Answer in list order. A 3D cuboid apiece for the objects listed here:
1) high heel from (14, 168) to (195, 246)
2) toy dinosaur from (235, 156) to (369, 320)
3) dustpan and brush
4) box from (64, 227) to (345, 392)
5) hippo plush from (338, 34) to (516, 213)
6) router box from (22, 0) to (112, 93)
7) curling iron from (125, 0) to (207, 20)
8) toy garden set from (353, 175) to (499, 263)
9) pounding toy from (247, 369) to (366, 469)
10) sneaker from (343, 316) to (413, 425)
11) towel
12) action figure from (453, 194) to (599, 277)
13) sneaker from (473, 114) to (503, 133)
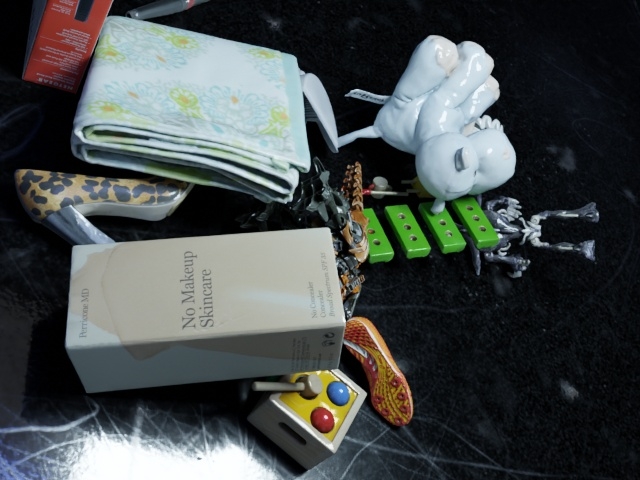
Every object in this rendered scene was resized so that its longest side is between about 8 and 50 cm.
[{"bbox_3d":[-0.281,-0.095,1.040,0.186,0.093,0.261,40,51,-8],"label":"high heel"},{"bbox_3d":[0.000,0.000,1.161,0.218,0.164,0.322,48,24,-30],"label":"toy dinosaur"},{"bbox_3d":[-0.022,-0.263,1.365,0.211,0.060,0.147,-90,155,-45],"label":"dustpan and brush"},{"bbox_3d":[-0.135,0.083,0.905,0.310,0.121,0.148,-5,56,-8],"label":"box"},{"bbox_3d":[0.217,-0.196,1.288,0.294,0.234,0.237,-7,47,-20],"label":"hippo plush"},{"bbox_3d":[-0.351,-0.442,1.105,0.082,0.301,0.336,12,51,-28],"label":"router box"},{"bbox_3d":[-0.261,-0.438,1.356,0.068,0.035,0.274,39,43,1],"label":"curling iron"},{"bbox_3d":[0.161,-0.044,1.327,0.244,0.049,0.204,-7,48,-19],"label":"toy garden set"},{"bbox_3d":[-0.026,0.210,0.988,0.141,0.100,0.130,40,44,-3],"label":"pounding toy"},{"bbox_3d":[0.094,0.191,1.118,0.175,0.064,0.067,66,20,9],"label":"sneaker"},{"bbox_3d":[-0.184,-0.212,1.118,0.320,0.090,0.375,12,37,-16],"label":"towel"},{"bbox_3d":[0.371,-0.011,1.411,0.275,0.141,0.164,1,82,11],"label":"action figure"},{"bbox_3d":[0.259,-0.208,1.509,0.292,0.110,0.118,12,61,-28],"label":"sneaker"}]
